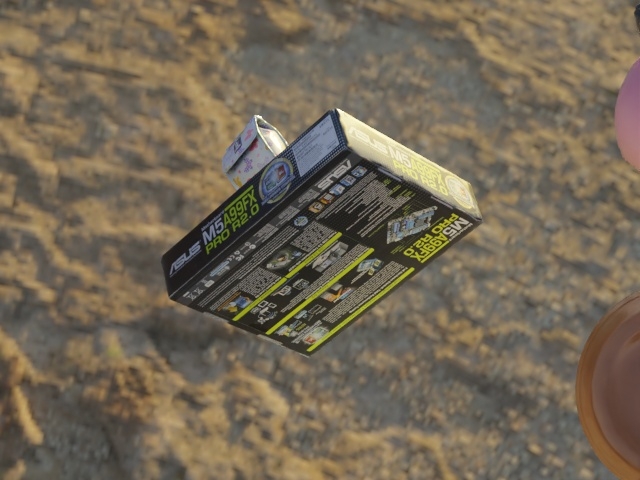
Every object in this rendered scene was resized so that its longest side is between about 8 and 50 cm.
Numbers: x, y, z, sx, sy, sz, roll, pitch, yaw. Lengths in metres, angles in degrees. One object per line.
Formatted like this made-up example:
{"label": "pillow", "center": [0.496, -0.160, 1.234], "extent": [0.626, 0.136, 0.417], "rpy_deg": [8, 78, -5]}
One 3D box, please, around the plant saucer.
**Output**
{"label": "plant saucer", "center": [0.321, 0.135, 1.434], "extent": [0.200, 0.200, 0.037], "rpy_deg": [40, 15, 21]}

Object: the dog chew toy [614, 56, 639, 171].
{"label": "dog chew toy", "center": [0.455, -0.187, 1.658], "extent": [0.206, 0.332, 0.206], "rpy_deg": [34, 11, -8]}

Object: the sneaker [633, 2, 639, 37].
{"label": "sneaker", "center": [0.375, -0.114, 1.304], "extent": [0.125, 0.140, 0.341], "rpy_deg": [-23, 26, -3]}

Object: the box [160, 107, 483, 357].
{"label": "box", "center": [0.000, 0.000, 1.688], "extent": [0.216, 0.270, 0.060], "rpy_deg": [25, 37, -40]}

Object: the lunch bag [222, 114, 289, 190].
{"label": "lunch bag", "center": [-0.073, -0.090, 1.834], "extent": [0.053, 0.071, 0.083], "rpy_deg": [5, 45, -53]}
